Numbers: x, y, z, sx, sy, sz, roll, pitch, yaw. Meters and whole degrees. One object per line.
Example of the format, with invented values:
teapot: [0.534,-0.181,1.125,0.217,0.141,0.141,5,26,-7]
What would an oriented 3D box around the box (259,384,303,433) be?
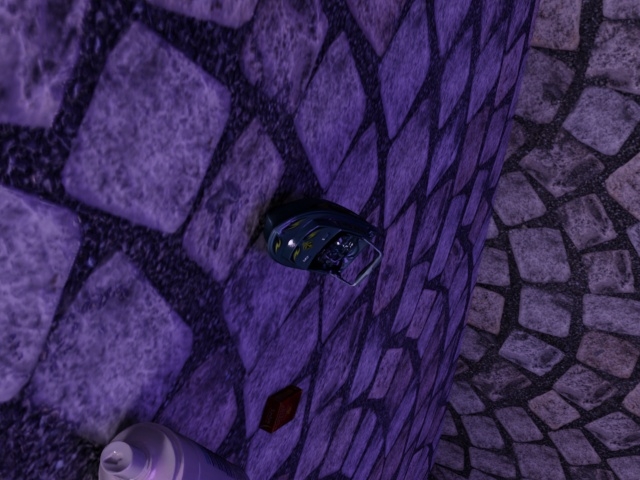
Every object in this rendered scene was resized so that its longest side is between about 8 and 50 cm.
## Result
box: [-0.058,0.253,1.098,0.082,0.023,0.051,-7,117,-67]

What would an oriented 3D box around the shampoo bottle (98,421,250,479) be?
shampoo bottle: [-0.151,0.257,0.770,0.092,0.092,0.303,-62,159,-19]

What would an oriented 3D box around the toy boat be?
toy boat: [0.000,0.000,0.905,0.093,0.103,0.246,-48,158,12]
